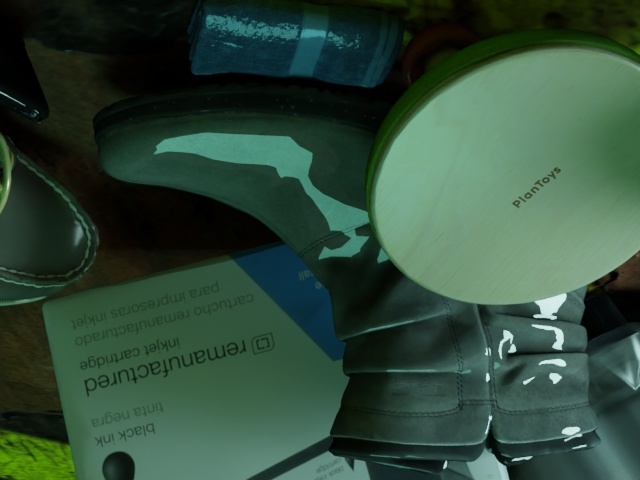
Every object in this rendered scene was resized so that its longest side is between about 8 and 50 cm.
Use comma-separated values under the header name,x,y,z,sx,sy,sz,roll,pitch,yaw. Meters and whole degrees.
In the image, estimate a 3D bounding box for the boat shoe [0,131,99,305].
name,x,y,z,sx,sy,sz,roll,pitch,yaw
boat shoe,-0.253,-0.044,1.068,0.097,0.116,0.324,-7,151,41

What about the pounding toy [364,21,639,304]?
name,x,y,z,sx,sy,sz,roll,pitch,yaw
pounding toy,0.132,-0.075,0.984,0.237,0.110,0.183,-20,132,5

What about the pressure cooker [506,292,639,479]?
name,x,y,z,sx,sy,sz,roll,pitch,yaw
pressure cooker,0.298,0.248,1.369,0.375,0.420,0.370,3,127,-29

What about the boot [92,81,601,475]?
name,x,y,z,sx,sy,sz,roll,pitch,yaw
boot,0.021,0.028,1.056,0.338,0.222,0.118,6,174,-7

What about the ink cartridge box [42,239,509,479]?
name,x,y,z,sx,sy,sz,roll,pitch,yaw
ink cartridge box,-0.005,0.208,1.196,0.285,0.395,0.166,-14,166,2

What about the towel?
name,x,y,z,sx,sy,sz,roll,pitch,yaw
towel,-0.016,-0.115,0.991,0.119,0.029,0.067,7,156,-10

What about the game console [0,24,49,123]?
name,x,y,z,sx,sy,sz,roll,pitch,yaw
game console,-0.230,-0.106,0.981,0.071,0.107,0.122,-41,141,18
